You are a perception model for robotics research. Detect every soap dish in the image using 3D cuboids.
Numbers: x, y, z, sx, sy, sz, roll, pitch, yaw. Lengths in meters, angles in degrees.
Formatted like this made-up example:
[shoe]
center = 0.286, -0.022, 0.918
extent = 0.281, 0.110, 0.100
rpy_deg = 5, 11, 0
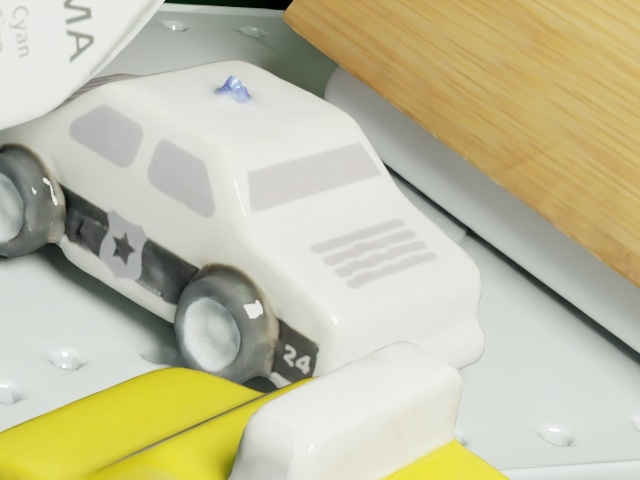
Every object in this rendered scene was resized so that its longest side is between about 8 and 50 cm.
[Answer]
[soap dish]
center = 0.158, -0.054, 0.746
extent = 0.229, 0.118, 0.291
rpy_deg = -5, 32, -36

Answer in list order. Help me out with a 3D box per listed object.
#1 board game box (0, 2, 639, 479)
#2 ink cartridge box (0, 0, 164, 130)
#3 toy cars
[board game box]
center = 0.000, 0.000, 0.753
extent = 0.390, 0.050, 0.390
rpy_deg = -1, 28, -27
[ink cartridge box]
center = -0.157, -0.112, 0.714
extent = 0.385, 0.091, 0.308
rpy_deg = -18, 22, -41
[toy cars]
center = -0.016, 0.023, 0.530
extent = 0.176, 0.087, 0.394
rpy_deg = 7, 25, -14
